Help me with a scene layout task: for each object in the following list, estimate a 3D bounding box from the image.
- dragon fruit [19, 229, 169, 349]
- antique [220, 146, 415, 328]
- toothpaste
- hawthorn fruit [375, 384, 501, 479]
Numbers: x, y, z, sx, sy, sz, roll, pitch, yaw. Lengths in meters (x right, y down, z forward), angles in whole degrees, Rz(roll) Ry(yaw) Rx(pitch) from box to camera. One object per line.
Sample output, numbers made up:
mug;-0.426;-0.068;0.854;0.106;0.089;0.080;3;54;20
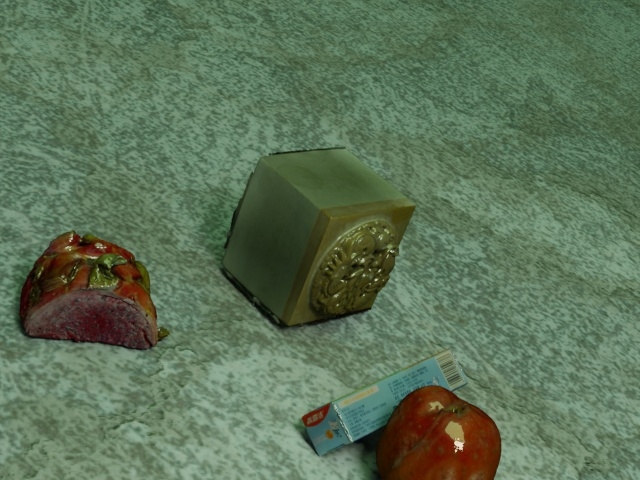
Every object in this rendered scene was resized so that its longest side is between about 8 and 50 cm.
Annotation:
dragon fruit;-0.212;0.039;1.174;0.147;0.096;0.102;4;32;-32
antique;0.000;0.000;1.321;0.146;0.152;0.148;-11;42;-46
toothpaste;0.060;0.162;1.210;0.193;0.070;0.044;-17;77;-47
hawthorn fruit;0.108;0.195;1.121;0.128;0.128;0.128;17;31;-10
